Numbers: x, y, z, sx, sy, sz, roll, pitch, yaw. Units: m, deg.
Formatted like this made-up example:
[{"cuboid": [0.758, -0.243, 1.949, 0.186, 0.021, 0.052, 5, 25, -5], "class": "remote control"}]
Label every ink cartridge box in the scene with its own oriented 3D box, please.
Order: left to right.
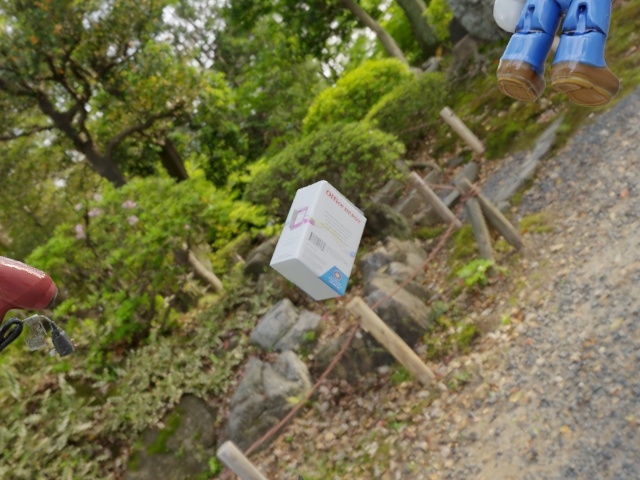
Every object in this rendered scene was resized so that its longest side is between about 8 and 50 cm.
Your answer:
[{"cuboid": [0.000, 0.000, 0.840, 0.052, 0.088, 0.122, -15, 45, 44], "class": "ink cartridge box"}]

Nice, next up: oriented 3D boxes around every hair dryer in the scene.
[{"cuboid": [-0.591, 0.139, 1.228, 0.223, 0.293, 0.080, -27, 24, -31], "class": "hair dryer"}]

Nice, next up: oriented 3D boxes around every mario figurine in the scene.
[{"cuboid": [0.316, -0.308, 0.753, 0.170, 0.198, 0.320, 8, -80, -84], "class": "mario figurine"}]

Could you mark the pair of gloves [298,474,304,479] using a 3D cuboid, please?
[{"cuboid": [-0.016, 0.360, 0.905, 0.010, 0.083, 0.074, -16, -8, -4], "class": "pair of gloves"}]
